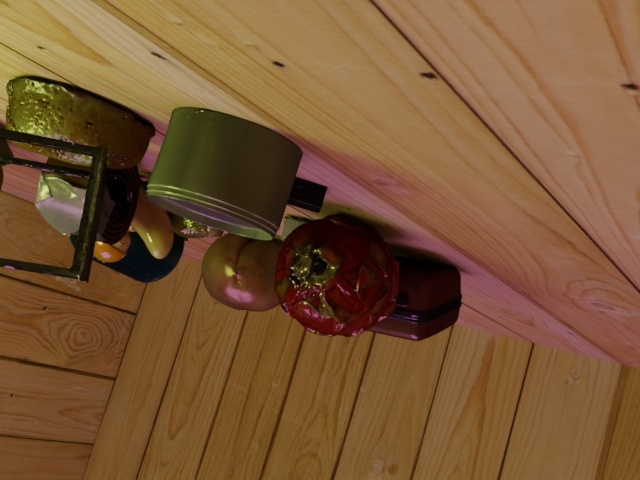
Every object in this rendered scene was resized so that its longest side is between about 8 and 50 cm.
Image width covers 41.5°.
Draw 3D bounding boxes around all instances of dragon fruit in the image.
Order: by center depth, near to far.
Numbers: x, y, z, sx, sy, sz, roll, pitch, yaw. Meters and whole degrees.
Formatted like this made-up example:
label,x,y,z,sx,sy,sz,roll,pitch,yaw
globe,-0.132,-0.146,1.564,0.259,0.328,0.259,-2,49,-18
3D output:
label,x,y,z,sx,sy,sz,roll,pitch,yaw
dragon fruit,0.033,0.080,1.854,0.277,0.278,0.342,11,171,37

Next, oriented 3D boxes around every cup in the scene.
label,x,y,z,sx,sy,sz,roll,pitch,yaw
cup,-0.601,-0.048,2.591,0.242,0.308,0.292,-20,159,16

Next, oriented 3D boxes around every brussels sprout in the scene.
label,x,y,z,sx,sy,sz,roll,pitch,yaw
brussels sprout,-0.317,-0.063,2.141,0.155,0.118,0.155,-5,176,0

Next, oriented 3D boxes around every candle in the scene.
label,x,y,z,sx,sy,sz,roll,pitch,yaw
candle,0.000,0.000,2.089,0.192,0.068,0.168,18,175,9

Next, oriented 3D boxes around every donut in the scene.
label,x,y,z,sx,sy,sz,roll,pitch,yaw
donut,-0.437,-0.195,1.520,0.271,0.107,0.272,15,174,2

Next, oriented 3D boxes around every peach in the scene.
label,x,y,z,sx,sy,sz,roll,pitch,yaw
peach,-0.225,0.100,2.586,0.292,0.248,0.292,19,-165,-5

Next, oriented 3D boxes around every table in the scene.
label,x,y,z,sx,sy,sz,roll,pitch,yaw
table,-0.523,-0.057,1.455,0.272,0.223,0.335,10,174,-13

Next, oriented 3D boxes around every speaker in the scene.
label,x,y,z,sx,sy,sz,roll,pitch,yaw
speaker,-0.099,-0.107,1.625,0.218,0.044,0.082,17,172,-4

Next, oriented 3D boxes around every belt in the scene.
label,x,y,z,sx,sy,sz,roll,pitch,yaw
belt,-0.497,-0.106,1.835,0.122,0.217,0.339,16,170,4

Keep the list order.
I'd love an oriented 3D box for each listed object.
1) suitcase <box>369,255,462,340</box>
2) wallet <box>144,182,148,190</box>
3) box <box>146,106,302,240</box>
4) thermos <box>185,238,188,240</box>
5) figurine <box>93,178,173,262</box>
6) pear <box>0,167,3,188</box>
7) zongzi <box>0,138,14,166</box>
label,x,y,z,sx,sy,sz,roll,pitch,yaw
suitcase,0.182,0.134,2.098,0.297,0.161,0.236,11,-164,34
wallet,-0.358,-0.101,2.266,0.255,0.031,0.137,21,170,-34
box,-0.158,-0.106,1.383,0.226,0.150,0.226,17,172,3
thermos,-0.518,-0.042,2.816,0.137,0.105,0.193,54,153,-20
figurine,-0.499,-0.048,2.096,0.324,0.222,0.124,38,179,24
pear,-0.980,-0.164,2.196,0.303,0.304,0.304,16,172,2
zongzi,-0.886,-0.191,1.947,0.125,0.274,0.251,57,178,18
